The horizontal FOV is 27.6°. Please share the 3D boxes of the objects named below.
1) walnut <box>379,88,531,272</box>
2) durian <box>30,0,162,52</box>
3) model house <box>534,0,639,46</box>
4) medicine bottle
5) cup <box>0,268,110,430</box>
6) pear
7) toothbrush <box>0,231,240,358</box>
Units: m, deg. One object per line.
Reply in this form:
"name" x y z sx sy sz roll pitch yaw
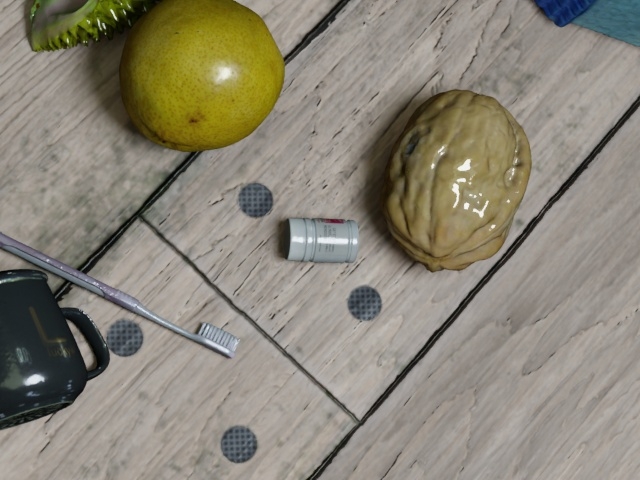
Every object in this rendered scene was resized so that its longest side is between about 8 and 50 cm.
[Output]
"walnut" 0.175 -0.080 1.687 0.198 0.198 0.245 26 72 -8
"durian" -0.253 -0.401 1.665 0.169 0.157 0.355 17 77 7
"model house" 0.391 -0.439 1.776 0.329 0.252 0.295 15 79 -4
"medicine bottle" 0.000 0.000 1.704 0.091 0.058 0.058 2 81 -12
"cup" -0.359 0.128 1.568 0.223 0.169 0.176 -10 74 -48
"pear" -0.154 -0.207 1.627 0.209 0.209 0.209 2 81 -12
"toothbrush" -0.263 0.063 1.654 0.354 0.024 0.029 26 71 -8
